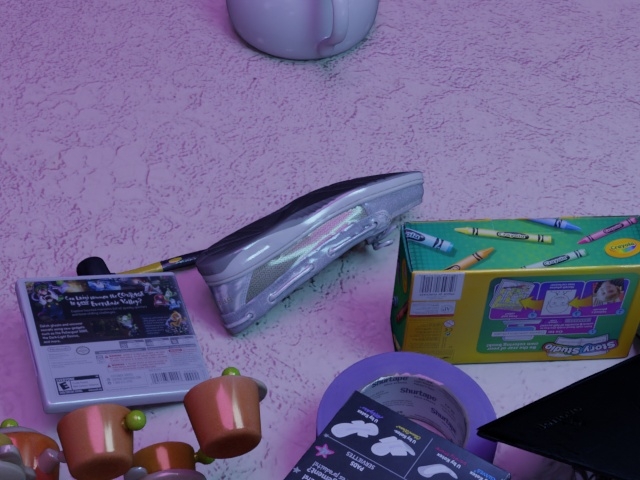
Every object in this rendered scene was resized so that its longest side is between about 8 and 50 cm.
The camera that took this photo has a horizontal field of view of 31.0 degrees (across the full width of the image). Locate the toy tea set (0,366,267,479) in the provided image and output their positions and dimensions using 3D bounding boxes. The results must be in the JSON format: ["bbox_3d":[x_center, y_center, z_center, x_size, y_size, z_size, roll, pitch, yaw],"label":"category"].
[{"bbox_3d":[-0.218,0.193,1.147,0.336,0.200,0.124,-9,56,-11],"label":"toy tea set"}]

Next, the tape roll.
[{"bbox_3d":[0.089,0.215,1.218,0.189,0.080,0.189,1,47,-1],"label":"tape roll"}]

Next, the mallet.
[{"bbox_3d":[-0.206,0.027,1.417,0.190,0.039,0.062,-21,56,-26],"label":"mallet"}]

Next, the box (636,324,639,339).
[{"bbox_3d":[0.483,0.109,1.315,0.225,0.036,0.136,4,8,0],"label":"box"}]

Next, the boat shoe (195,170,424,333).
[{"bbox_3d":[0.000,0.001,1.412,0.320,0.103,0.118,-28,15,-30],"label":"boat shoe"}]

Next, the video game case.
[{"bbox_3d":[-0.232,0.110,1.297,0.190,0.022,0.173,-2,50,-29],"label":"video game case"}]

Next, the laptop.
[{"bbox_3d":[0.431,0.280,1.124,0.382,0.236,0.407,-14,74,-43],"label":"laptop"}]

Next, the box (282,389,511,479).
[{"bbox_3d":[0.052,0.285,1.034,0.163,0.247,0.142,26,50,21],"label":"box"}]

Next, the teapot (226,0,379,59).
[{"bbox_3d":[-0.025,-0.403,1.725,0.256,0.187,0.252,22,50,16],"label":"teapot"}]

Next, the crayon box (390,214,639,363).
[{"bbox_3d":[0.226,0.059,1.313,0.279,0.165,0.081,-2,47,-4],"label":"crayon box"}]

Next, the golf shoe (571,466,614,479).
[{"bbox_3d":[0.309,0.256,1.180,0.077,0.093,0.198,-2,45,-2],"label":"golf shoe"}]
